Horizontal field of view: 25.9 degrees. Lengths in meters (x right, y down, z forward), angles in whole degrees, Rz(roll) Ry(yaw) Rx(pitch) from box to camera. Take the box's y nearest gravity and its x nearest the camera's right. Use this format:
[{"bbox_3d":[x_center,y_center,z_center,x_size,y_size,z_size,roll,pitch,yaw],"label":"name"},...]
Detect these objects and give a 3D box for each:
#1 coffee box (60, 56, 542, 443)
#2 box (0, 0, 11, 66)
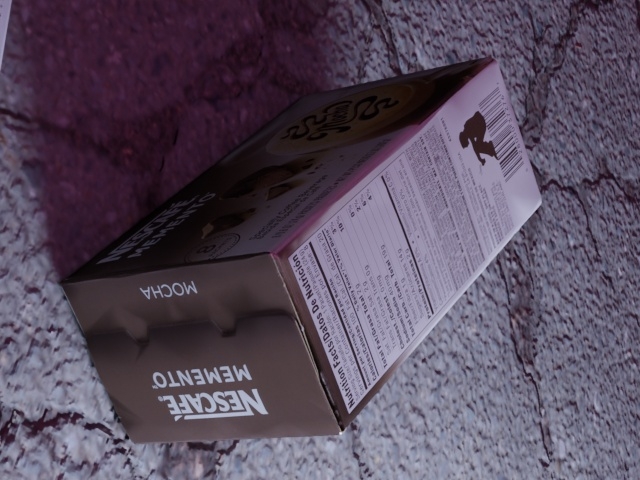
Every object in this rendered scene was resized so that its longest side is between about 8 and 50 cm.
[{"bbox_3d":[0.000,0.000,0.898,0.297,0.168,0.119,-42,117,-48],"label":"coffee box"},{"bbox_3d":[-0.229,-0.119,0.717,0.145,0.038,0.186,24,64,-49],"label":"box"}]
